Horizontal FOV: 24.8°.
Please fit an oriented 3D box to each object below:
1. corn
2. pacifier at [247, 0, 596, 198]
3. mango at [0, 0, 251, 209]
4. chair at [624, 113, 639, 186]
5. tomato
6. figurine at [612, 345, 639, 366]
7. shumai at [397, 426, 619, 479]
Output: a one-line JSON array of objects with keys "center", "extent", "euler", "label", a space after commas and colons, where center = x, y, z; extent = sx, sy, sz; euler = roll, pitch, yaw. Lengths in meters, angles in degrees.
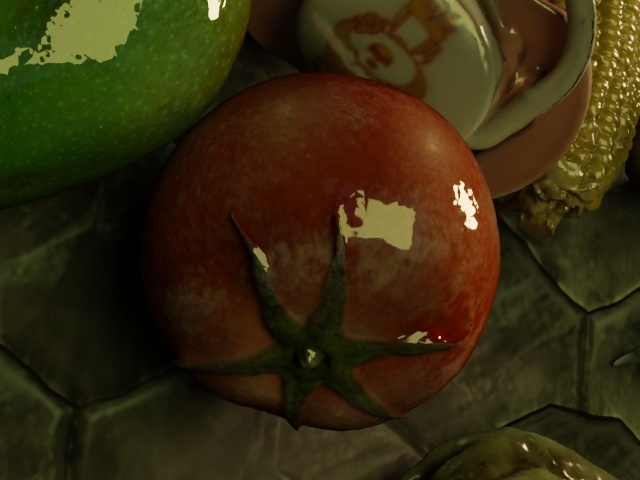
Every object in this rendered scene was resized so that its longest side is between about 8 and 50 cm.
[{"center": [0.234, -0.157, 1.332], "extent": [0.130, 0.130, 0.347], "euler": [31, 61, -24], "label": "corn"}, {"center": [0.079, -0.181, 1.192], "extent": [0.220, 0.273, 0.332], "euler": [-41, 106, -4], "label": "pacifier"}, {"center": [-0.204, -0.131, 0.994], "extent": [0.225, 0.201, 0.382], "euler": [44, 59, 12], "label": "mango"}, {"center": [0.437, -0.090, 1.338], "extent": [0.188, 0.272, 0.166], "euler": [7, 103, -63], "label": "chair"}, {"center": [0.000, 0.000, 1.072], "extent": [0.264, 0.265, 0.265], "euler": [7, 77, -31], "label": "tomato"}, {"center": [0.382, 0.079, 1.380], "extent": [0.208, 0.128, 0.184], "euler": [-12, 85, -29], "label": "figurine"}, {"center": [0.196, 0.328, 1.093], "extent": [0.324, 0.323, 0.397], "euler": [46, 61, -15], "label": "shumai"}]
